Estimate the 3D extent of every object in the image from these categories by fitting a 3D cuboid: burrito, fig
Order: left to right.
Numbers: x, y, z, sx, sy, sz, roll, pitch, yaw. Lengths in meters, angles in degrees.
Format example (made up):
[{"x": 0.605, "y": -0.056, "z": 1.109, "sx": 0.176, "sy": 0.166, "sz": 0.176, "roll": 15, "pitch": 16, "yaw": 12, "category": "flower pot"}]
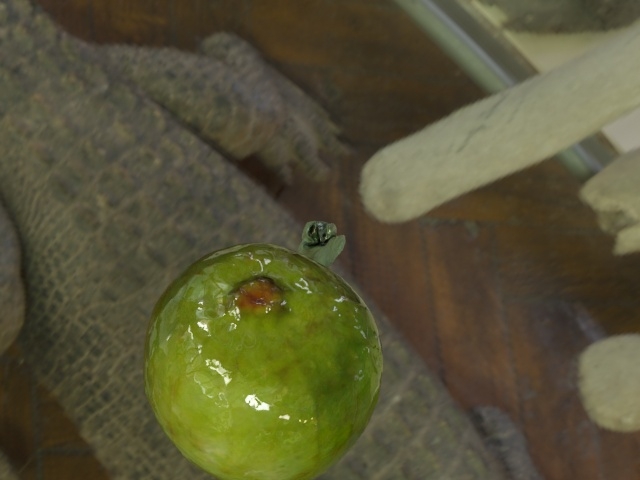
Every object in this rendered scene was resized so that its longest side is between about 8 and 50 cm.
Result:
[{"x": -0.060, "y": 0.151, "z": 1.554, "sx": 0.258, "sy": 0.326, "sz": 0.258, "roll": -2, "pitch": 60, "yaw": 4, "category": "fig"}, {"x": -0.002, "y": 0.003, "z": 1.922, "sx": 0.044, "sy": 0.118, "sz": 0.074, "roll": 37, "pitch": 79, "yaw": 20, "category": "burrito"}]
